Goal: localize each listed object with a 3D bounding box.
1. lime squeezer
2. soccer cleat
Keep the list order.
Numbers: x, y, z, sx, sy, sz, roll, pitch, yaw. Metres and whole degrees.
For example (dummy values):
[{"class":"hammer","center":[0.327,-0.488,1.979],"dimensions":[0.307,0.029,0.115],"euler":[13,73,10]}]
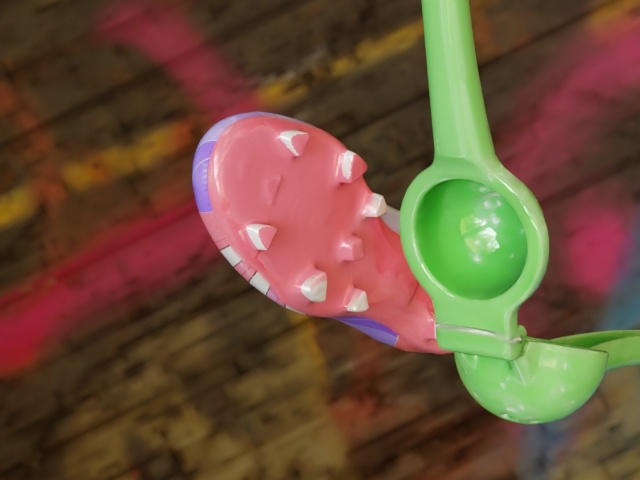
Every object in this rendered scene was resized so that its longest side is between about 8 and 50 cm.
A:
[{"class":"lime squeezer","center":[0.079,-0.002,0.694],"dimensions":[0.059,0.110,0.310],"euler":[27,160,42]},{"class":"soccer cleat","center":[0.000,0.000,0.963],"dimensions":[0.095,0.083,0.248],"euler":[13,171,37]}]
